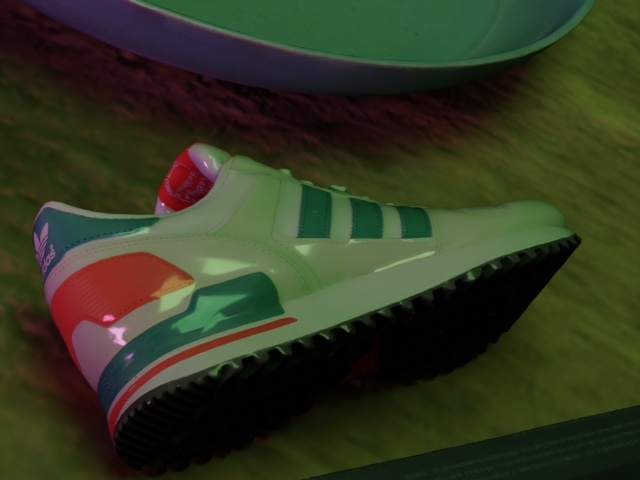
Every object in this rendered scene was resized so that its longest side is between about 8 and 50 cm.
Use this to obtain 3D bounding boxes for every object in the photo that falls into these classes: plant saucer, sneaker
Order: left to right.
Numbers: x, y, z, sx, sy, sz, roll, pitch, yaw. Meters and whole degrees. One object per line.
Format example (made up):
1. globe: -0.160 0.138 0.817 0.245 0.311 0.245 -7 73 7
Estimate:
1. plant saucer: -0.045 -0.153 0.541 0.318 0.043 0.317 18 38 -14
2. sneaker: 0.000 0.000 0.381 0.161 0.057 0.075 -17 62 -40

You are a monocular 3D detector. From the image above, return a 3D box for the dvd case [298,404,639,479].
1. dvd case: 0.108 0.139 0.315 0.179 0.029 0.238 -5 50 -37
